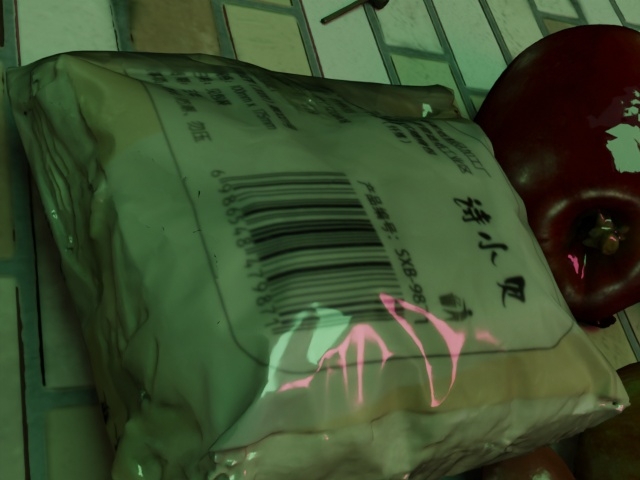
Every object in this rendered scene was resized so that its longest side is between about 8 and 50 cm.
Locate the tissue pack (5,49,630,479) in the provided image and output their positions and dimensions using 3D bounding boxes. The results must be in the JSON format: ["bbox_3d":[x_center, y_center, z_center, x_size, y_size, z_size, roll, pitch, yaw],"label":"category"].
[{"bbox_3d":[0.000,0.000,0.538,0.390,0.195,0.376,-1,53,-28],"label":"tissue pack"}]

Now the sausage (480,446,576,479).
[{"bbox_3d":[0.186,0.240,0.577,0.077,0.077,0.194,-13,69,-36],"label":"sausage"}]

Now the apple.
[{"bbox_3d":[0.305,0.186,0.642,0.173,0.160,0.195,23,41,13],"label":"apple"}]

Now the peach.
[{"bbox_3d":[0.299,-0.103,0.786,0.257,0.201,0.362,35,48,-4],"label":"peach"}]

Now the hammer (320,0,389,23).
[{"bbox_3d":[0.036,-0.269,0.869,0.035,0.019,0.110,47,54,5],"label":"hammer"}]
